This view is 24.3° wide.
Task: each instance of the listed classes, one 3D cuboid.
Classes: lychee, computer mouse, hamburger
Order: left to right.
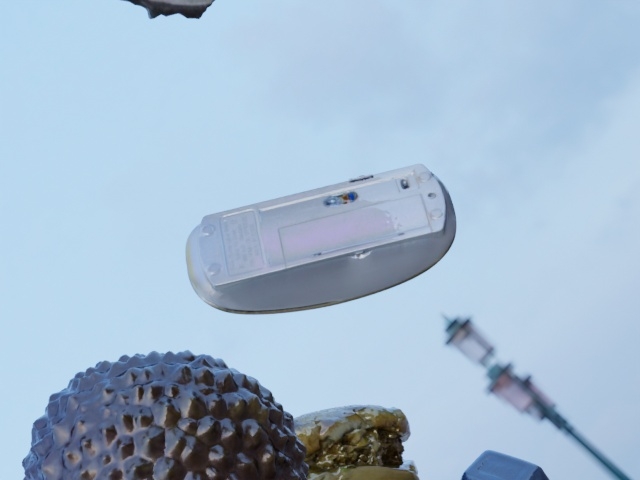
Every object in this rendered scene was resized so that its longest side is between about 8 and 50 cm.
[{"bbox_3d":[-0.135,0.229,1.268,0.267,0.267,0.267,-41,-19,-17],"label":"lychee"},{"bbox_3d":[-0.022,0.305,1.918,0.319,0.158,0.318,-10,-8,-1],"label":"hamburger"},{"bbox_3d":[0.001,0.001,1.084,0.199,0.102,0.045,-15,-45,1],"label":"computer mouse"}]

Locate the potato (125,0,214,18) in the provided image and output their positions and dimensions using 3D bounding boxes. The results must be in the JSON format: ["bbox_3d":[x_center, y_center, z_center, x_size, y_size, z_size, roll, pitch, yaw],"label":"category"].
[{"bbox_3d":[-0.125,-0.289,1.080,0.229,0.229,0.266,-48,23,3],"label":"potato"}]

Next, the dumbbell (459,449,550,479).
[{"bbox_3d":[0.156,0.393,1.749,0.325,0.144,0.160,-38,-23,-34],"label":"dumbbell"}]
